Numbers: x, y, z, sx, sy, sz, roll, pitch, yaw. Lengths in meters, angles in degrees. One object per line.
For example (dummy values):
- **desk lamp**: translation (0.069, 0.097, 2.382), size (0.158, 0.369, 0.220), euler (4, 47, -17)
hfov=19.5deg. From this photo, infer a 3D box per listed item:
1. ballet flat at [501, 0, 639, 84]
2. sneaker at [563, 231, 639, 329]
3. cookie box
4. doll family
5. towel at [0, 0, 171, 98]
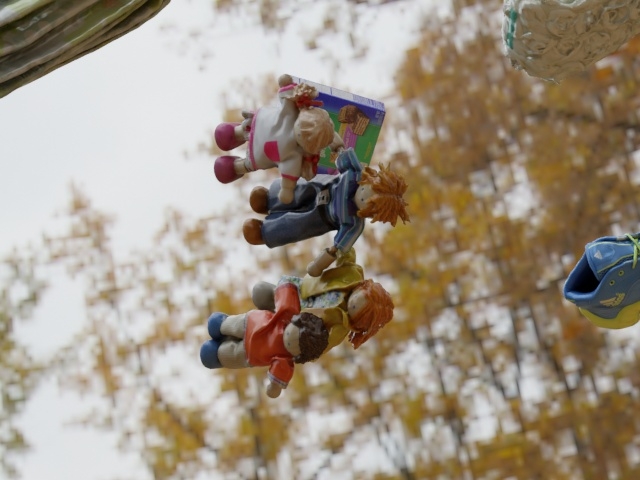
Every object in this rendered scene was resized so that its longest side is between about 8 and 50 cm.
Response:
- **ballet flat**: translation (0.350, -0.309, 1.861), size (0.409, 0.147, 0.147), euler (-37, -29, -9)
- **sneaker**: translation (0.369, 0.027, 2.044), size (0.126, 0.091, 0.240), euler (16, -41, -43)
- **cookie box**: translation (0.003, -0.111, 1.923), size (0.107, 0.040, 0.092), euler (16, -74, -7)
- **doll family**: translation (0.000, 0.000, 1.528), size (0.118, 0.263, 0.163), euler (8, -9, -39)
- **towel**: translation (-0.328, -0.216, 1.326), size (0.320, 0.374, 0.090), euler (-38, -30, -50)
